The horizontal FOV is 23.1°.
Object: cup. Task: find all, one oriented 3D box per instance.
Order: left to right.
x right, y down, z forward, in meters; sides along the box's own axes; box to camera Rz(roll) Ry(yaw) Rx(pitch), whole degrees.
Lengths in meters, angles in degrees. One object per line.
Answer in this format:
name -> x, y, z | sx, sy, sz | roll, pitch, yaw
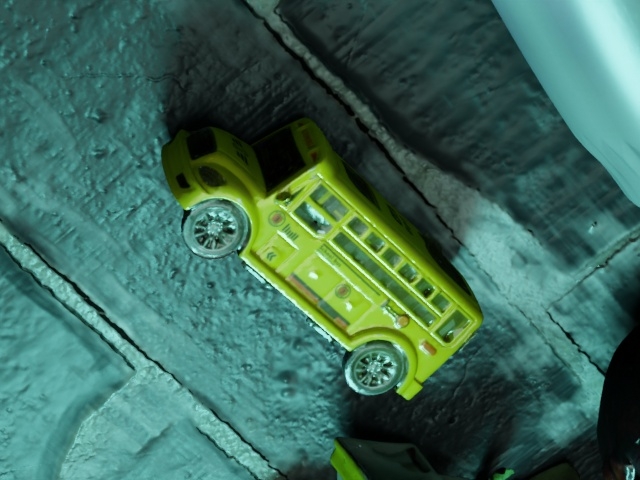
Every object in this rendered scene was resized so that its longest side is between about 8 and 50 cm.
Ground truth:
cup -> 0.285, -0.221, 1.380 | 0.253, 0.253, 0.371 | -30, 120, 5

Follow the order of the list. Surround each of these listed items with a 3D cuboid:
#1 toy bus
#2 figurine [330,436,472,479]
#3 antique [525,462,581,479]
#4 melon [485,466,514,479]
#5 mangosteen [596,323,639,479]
toy bus -> 0.000, 0.000, 1.495 | 0.152, 0.144, 0.330 | -42, 116, 11
figurine -> 0.052, 0.368, 1.664 | 0.167, 0.342, 0.285 | -8, 134, -57
antique -> 0.310, 0.394, 1.768 | 0.087, 0.093, 0.310 | -27, 116, 4
melon -> 0.172, 0.358, 1.720 | 0.053, 0.114, 0.261 | 7, 111, 2
mangosteen -> 0.450, 0.183, 1.583 | 0.347, 0.307, 0.307 | -29, 118, -14
